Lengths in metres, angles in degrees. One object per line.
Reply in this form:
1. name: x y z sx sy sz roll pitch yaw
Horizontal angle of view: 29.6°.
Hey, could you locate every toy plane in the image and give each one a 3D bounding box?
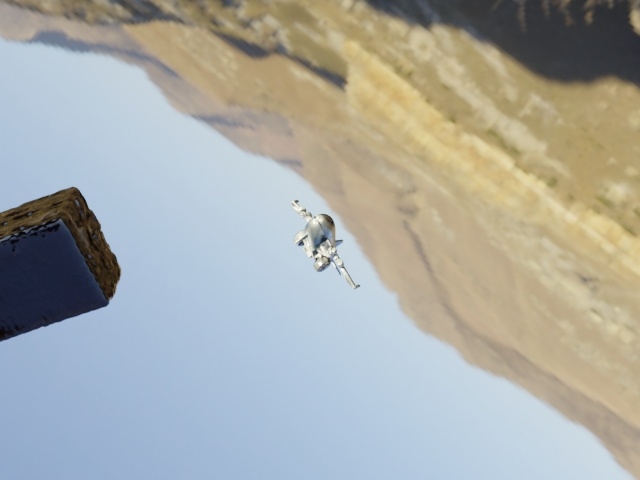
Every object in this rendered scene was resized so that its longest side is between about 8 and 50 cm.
1. toy plane: 0.000 0.000 0.836 0.078 0.031 0.083 53 180 16

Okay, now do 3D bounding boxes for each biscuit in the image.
1. biscuit: -0.321 0.042 1.158 0.070 0.252 0.106 -86 -26 -62
